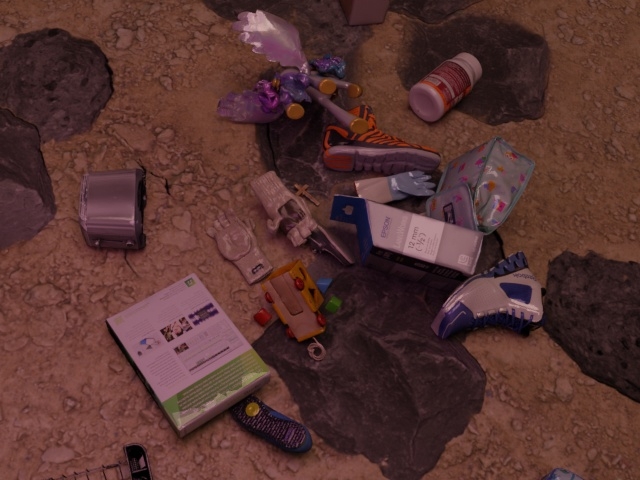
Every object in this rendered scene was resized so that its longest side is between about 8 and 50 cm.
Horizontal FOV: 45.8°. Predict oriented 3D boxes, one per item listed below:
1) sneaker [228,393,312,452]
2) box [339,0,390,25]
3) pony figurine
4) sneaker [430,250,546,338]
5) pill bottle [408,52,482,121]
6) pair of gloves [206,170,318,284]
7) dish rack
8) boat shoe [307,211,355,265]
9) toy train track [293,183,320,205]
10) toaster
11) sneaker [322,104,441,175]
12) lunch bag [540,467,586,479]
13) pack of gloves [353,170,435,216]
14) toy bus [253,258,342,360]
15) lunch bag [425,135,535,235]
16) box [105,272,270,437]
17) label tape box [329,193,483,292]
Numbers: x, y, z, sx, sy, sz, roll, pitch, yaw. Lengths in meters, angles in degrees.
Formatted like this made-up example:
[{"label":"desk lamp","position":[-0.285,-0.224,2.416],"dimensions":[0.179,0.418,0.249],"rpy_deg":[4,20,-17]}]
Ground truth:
[{"label":"sneaker","position":[-0.109,0.398,1.634],"dimensions":[0.209,0.082,0.069],"rpy_deg":[23,70,26]},{"label":"box","position":[0.113,-0.836,2.371],"dimensions":[0.121,0.148,0.311],"rpy_deg":[-10,60,-15]},{"label":"pony figurine","position":[-0.067,-0.411,1.998],"dimensions":[0.351,0.303,0.363],"rpy_deg":[8,23,-25]},{"label":"sneaker","position":[0.438,0.163,1.829],"dimensions":[0.315,0.127,0.182],"rpy_deg":[-29,66,-26]},{"label":"pill bottle","position":[0.365,-0.448,2.191],"dimensions":[0.121,0.121,0.221],"rpy_deg":[41,61,15]},{"label":"pair of gloves","position":[-0.141,-0.032,1.863],"dimensions":[0.240,0.042,0.204],"rpy_deg":[-42,75,-6]},{"label":"dish rack","position":[-0.456,0.534,1.476],"dimensions":[0.271,0.074,0.208],"rpy_deg":[-11,61,-16]},{"label":"boat shoe","position":[0.000,0.000,1.903],"dimensions":[0.206,0.075,0.065],"rpy_deg":[44,104,10]},{"label":"toy train track","position":[-0.037,-0.117,1.983],"dimensions":[0.083,0.014,0.048],"rpy_deg":[40,53,8]},{"label":"toaster","position":[-0.494,-0.083,1.813],"dimensions":[0.146,0.129,0.227],"rpy_deg":[-2,61,-8]},{"label":"sneaker","position":[0.168,-0.278,2.051],"dimensions":[0.321,0.124,0.180],"rpy_deg":[7,59,-6]},{"label":"lunch bag","position":[0.548,0.604,1.601],"dimensions":[0.219,0.090,0.176],"rpy_deg":[28,57,7]},{"label":"pack of gloves","position":[0.215,-0.079,1.996],"dimensions":[0.232,0.046,0.195],"rpy_deg":[-11,77,-18]},{"label":"toy bus","position":[-0.043,0.145,1.764],"dimensions":[0.191,0.202,0.104],"rpy_deg":[20,27,11]},{"label":"lunch bag","position":[0.384,-0.101,1.903],"dimensions":[0.160,0.223,0.262],"rpy_deg":[34,68,-14]},{"label":"box","position":[-0.293,0.243,1.667],"dimensions":[0.232,0.058,0.322],"rpy_deg":[-29,58,-24]},{"label":"label tape box","position":[0.181,0.009,1.797],"dimensions":[0.347,0.249,0.115],"rpy_deg":[15,77,1]}]
